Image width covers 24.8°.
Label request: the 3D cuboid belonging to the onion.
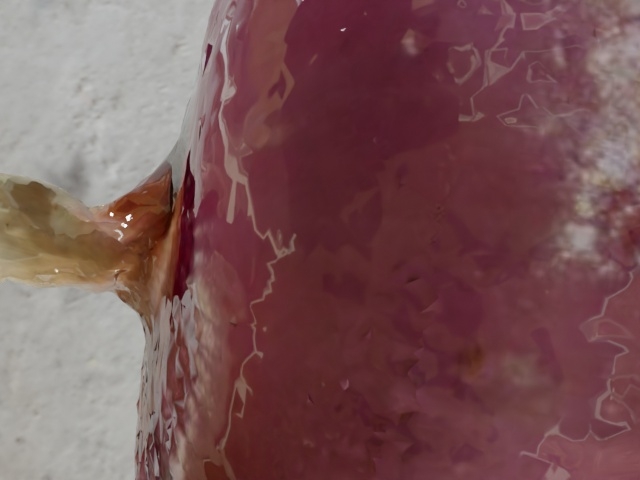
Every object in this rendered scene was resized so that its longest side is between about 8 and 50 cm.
[{"bbox_3d":[0.037,-0.003,0.515,0.345,0.358,0.358,34,127,1],"label":"onion"}]
